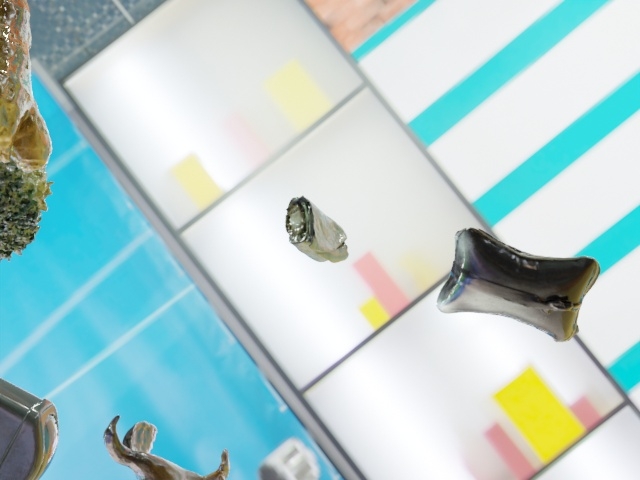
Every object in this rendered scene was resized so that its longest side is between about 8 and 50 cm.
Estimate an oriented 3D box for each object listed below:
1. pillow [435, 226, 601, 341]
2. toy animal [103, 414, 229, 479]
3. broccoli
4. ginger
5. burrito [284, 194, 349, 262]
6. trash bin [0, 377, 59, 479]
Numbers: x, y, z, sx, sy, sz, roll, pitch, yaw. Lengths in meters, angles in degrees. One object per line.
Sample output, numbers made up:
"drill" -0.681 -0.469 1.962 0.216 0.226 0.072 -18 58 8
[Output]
"pillow" 0.179 0.041 0.970 0.091 0.136 0.055 101 -175 -56
"toy animal" -0.184 0.268 1.232 0.272 0.160 0.197 -91 4 -57
"broccoli" -0.431 -0.088 1.382 0.194 0.194 0.220 -32 -9 -42
"ginger" -0.308 -0.208 0.998 0.065 0.298 0.118 -16 -20 15
"burrito" -0.001 -0.003 1.259 0.044 0.074 0.118 -21 -29 18
"trash bin" -0.549 0.312 1.747 0.176 0.236 0.101 -61 0 9
